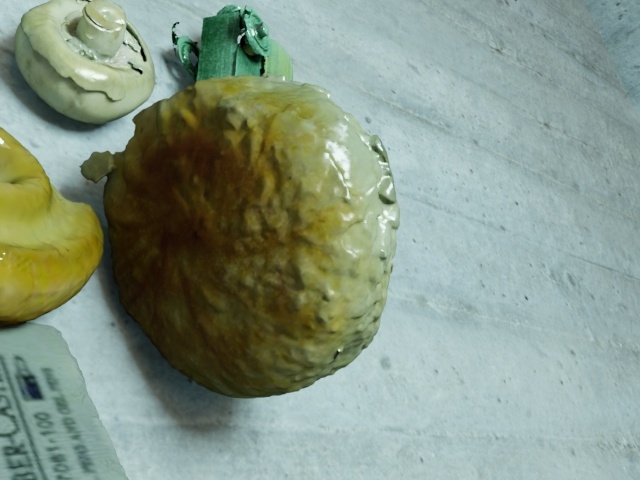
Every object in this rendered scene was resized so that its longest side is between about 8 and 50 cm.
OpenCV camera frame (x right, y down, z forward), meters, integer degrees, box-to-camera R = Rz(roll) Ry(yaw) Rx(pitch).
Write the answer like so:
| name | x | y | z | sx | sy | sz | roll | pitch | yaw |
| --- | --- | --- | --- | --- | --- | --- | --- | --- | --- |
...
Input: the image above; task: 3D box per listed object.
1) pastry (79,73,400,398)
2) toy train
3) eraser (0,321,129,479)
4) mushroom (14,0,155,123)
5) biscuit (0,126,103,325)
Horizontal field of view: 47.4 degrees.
| name | x | y | z | sx | sy | sz | roll | pitch | yaw |
| --- | --- | --- | --- | --- | --- | --- | --- | --- | --- |
| pastry | -0.071 | -0.010 | 0.687 | 0.136 | 0.330 | 0.329 | -11 | 71 | -53 |
| toy train | -0.108 | -0.160 | 0.930 | 0.189 | 0.127 | 0.307 | 61 | 22 | -51 |
| eraser | -0.194 | 0.189 | 0.500 | 0.111 | 0.077 | 0.352 | 12 | 25 | -42 |
| mushroom | -0.247 | -0.203 | 0.789 | 0.154 | 0.122 | 0.154 | 25 | 42 | -25 |
| biscuit | -0.307 | -0.035 | 0.595 | 0.274 | 0.091 | 0.213 | 41 | 19 | -22 |
